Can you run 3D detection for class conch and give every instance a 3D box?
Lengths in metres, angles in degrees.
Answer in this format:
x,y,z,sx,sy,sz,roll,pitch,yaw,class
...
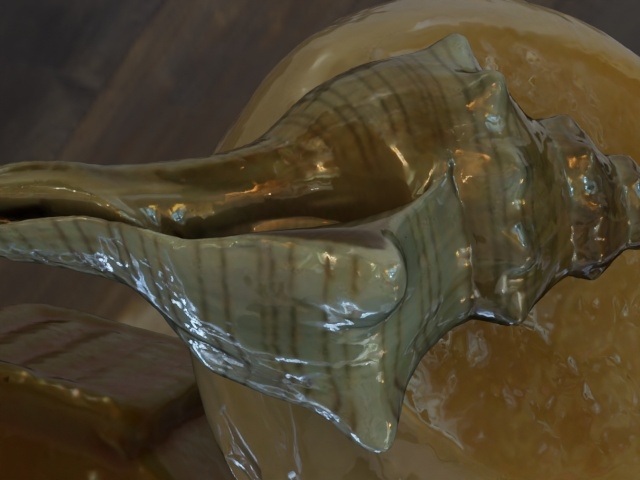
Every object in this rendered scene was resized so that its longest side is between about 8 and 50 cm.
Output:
x,y,z,sx,sy,sz,roll,pitch,yaw,class
0.009,0.010,0.622,0.234,0.137,0.114,-22,115,-22,conch

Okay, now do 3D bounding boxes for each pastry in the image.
x,y,z,sx,sy,sz,roll,pitch,yaw,class
0.062,0.023,0.804,0.265,0.265,0.133,25,151,-22,pastry

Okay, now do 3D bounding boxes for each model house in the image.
x,y,z,sx,sy,sz,roll,pitch,yaw,class
-0.107,0.133,1.064,0.239,0.268,0.173,49,113,10,model house
